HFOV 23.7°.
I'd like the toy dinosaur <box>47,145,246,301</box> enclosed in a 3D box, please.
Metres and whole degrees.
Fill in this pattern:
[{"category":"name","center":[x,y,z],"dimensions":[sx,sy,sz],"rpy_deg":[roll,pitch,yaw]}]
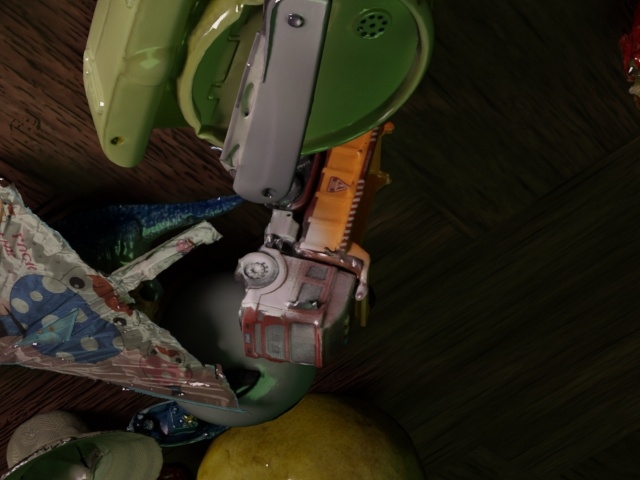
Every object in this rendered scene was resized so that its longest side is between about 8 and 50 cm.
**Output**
[{"category":"toy dinosaur","center":[-0.233,0.007,1.593],"dimensions":[0.363,0.076,0.147],"rpy_deg":[-13,133,-4]}]

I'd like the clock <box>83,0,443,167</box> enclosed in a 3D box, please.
[{"category":"clock","center":[-0.029,-0.191,1.395],"dimensions":[0.348,0.117,0.286],"rpy_deg":[-2,142,-23]}]

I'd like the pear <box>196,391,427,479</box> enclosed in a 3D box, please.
[{"category":"pear","center":[-0.001,0.337,1.999],"dimensions":[0.304,0.304,0.304],"rpy_deg":[-15,145,-11]}]

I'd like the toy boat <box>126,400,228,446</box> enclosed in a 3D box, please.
[{"category":"toy boat","center":[-0.178,0.229,1.936],"dimensions":[0.137,0.060,0.061],"rpy_deg":[-8,163,-11]}]

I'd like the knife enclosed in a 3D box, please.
[{"category":"knife","center":[-0.040,-0.129,1.338],"dimensions":[0.073,0.040,0.265],"rpy_deg":[3,141,-12]}]

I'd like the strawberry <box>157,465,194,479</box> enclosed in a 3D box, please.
[{"category":"strawberry","center":[-0.294,0.414,2.079],"dimensions":[0.286,0.106,0.188],"rpy_deg":[-28,147,6]}]

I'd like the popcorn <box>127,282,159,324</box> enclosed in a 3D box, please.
[{"category":"popcorn","center":[-0.209,0.076,1.696],"dimensions":[0.057,0.083,0.082],"rpy_deg":[8,113,-30]}]

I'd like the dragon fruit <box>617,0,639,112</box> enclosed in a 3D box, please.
[{"category":"dragon fruit","center":[0.432,-0.206,1.589],"dimensions":[0.274,0.192,0.193],"rpy_deg":[-25,168,-12]}]

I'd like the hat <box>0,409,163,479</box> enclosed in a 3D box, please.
[{"category":"hat","center":[-0.326,0.269,1.865],"dimensions":[0.252,0.110,0.252],"rpy_deg":[-22,146,-16]}]

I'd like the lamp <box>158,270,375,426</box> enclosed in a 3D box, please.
[{"category":"lamp","center":[-0.070,0.102,1.712],"dimensions":[0.244,0.198,0.197],"rpy_deg":[-37,153,-28]}]

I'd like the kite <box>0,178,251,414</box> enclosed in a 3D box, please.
[{"category":"kite","center":[-0.230,0.061,1.542],"dimensions":[0.368,0.014,0.406],"rpy_deg":[-29,118,34]}]

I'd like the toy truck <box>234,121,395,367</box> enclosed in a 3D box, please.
[{"category":"toy truck","center":[0.000,0.000,1.570],"dimensions":[0.135,0.270,0.114],"rpy_deg":[10,144,9]}]
